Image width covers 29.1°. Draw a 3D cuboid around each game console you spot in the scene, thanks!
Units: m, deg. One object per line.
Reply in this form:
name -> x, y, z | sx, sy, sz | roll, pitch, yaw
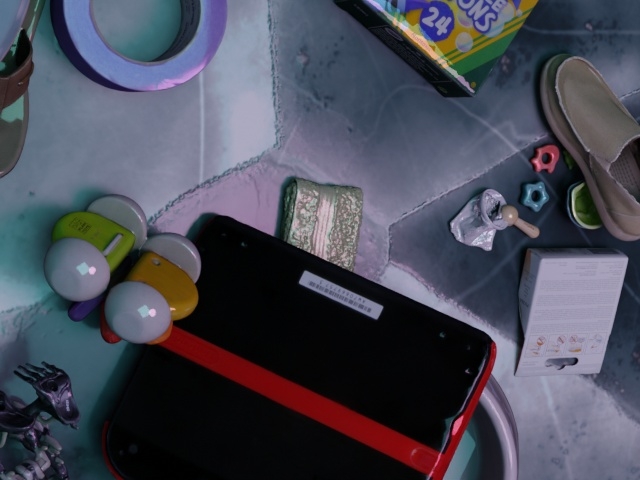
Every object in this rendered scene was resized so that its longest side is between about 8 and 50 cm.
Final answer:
game console -> -0.033, 0.192, 1.436 | 0.386, 0.060, 0.342 | 24, 81, 12

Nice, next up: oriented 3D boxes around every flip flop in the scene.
flip flop -> -0.354, -0.205, 1.348 | 0.112, 0.080, 0.277 | 14, 90, -23

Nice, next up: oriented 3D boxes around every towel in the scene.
towel -> 0.000, 0.000, 1.547 | 0.110, 0.027, 0.148 | 7, 93, -24

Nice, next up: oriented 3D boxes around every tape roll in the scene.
tape roll -> -0.206, -0.263, 1.404 | 0.189, 0.080, 0.189 | -2, 96, -22

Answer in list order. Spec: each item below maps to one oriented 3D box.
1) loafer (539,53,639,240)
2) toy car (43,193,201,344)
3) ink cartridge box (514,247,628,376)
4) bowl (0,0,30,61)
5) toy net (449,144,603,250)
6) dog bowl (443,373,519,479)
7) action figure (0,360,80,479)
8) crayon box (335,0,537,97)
loafer -> 0.383, -0.133, 1.628 | 0.102, 0.092, 0.268 | -26, 87, -28
toy car -> -0.234, 0.048, 1.402 | 0.182, 0.159, 0.136 | 35, 125, -5
ink cartridge box -> 0.338, 0.098, 1.703 | 0.145, 0.045, 0.179 | 0, 114, -23
bowl -> -0.404, -0.257, 1.231 | 0.163, 0.311, 0.311 | 24, 86, -44
toy net -> 0.280, -0.057, 1.648 | 0.232, 0.045, 0.122 | -15, 102, -20
dog bowl -> 0.081, 0.273, 1.513 | 0.348, 0.102, 0.349 | 0, 91, -2
action figure -> -0.352, 0.248, 1.368 | 0.164, 0.141, 0.276 | -26, 147, -45
crayon box -> 0.192, -0.369, 1.558 | 0.203, 0.083, 0.323 | 37, 81, -22
